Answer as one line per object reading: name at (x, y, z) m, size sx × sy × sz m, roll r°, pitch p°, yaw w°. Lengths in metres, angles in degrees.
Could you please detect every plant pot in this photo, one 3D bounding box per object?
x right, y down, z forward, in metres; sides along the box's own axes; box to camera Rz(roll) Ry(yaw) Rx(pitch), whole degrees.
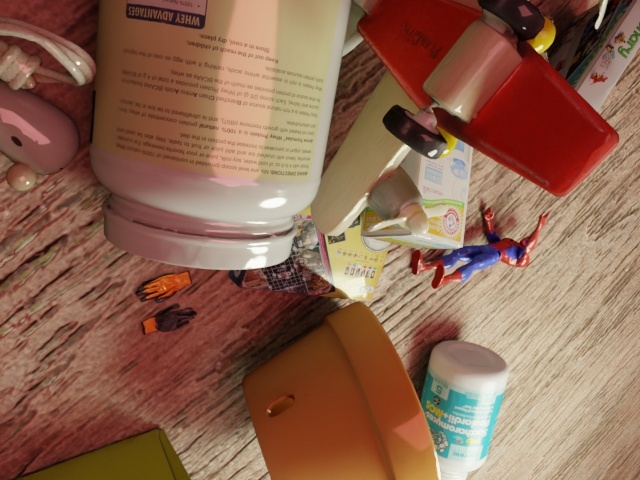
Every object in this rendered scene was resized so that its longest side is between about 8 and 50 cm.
plant pot at (0.015, 0.258, 0.764) m, size 0.204 × 0.291 × 0.290 m, roll -20°, pitch 119°, yaw -10°

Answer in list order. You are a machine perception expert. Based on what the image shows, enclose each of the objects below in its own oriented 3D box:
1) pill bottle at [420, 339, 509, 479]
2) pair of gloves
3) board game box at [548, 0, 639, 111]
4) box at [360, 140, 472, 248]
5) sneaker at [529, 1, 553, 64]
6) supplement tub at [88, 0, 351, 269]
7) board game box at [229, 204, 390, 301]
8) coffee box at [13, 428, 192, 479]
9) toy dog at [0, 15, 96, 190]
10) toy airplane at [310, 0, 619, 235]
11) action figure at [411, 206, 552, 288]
pill bottle at (0.265, 0.340, 1.032) m, size 0.146 × 0.146 × 0.263 m, roll -3°, pitch 108°, yaw -34°
pair of gloves at (-0.202, 0.084, 0.702) m, size 0.074 × 0.010 × 0.083 m, roll -15°, pitch 116°, yaw -30°
board game box at (0.424, -0.277, 0.882) m, size 0.053 × 0.193 × 0.305 m, roll 35°, pitch 86°, yaw -9°
box at (0.143, -0.094, 0.777) m, size 0.114 × 0.103 × 0.202 m, roll 14°, pitch 81°, yaw -37°
sneaker at (0.238, -0.333, 0.736) m, size 0.158 × 0.182 × 0.410 m, roll -52°, pitch 127°, yaw -7°
supplement tub at (-0.102, -0.154, 0.538) m, size 0.236 × 0.235 × 0.324 m, roll 0°, pitch 107°, yaw -35°
board game box at (0.000, 0.000, 0.788) m, size 0.244 × 0.042 × 0.164 m, roll 11°, pitch 101°, yaw -37°
coffee box at (-0.273, 0.490, 0.598) m, size 0.338 × 0.338 × 0.334 m, roll -12°, pitch 114°, yaw -31°
toy dog at (-0.367, -0.110, 0.411) m, size 0.334 × 0.220 × 0.160 m, roll 21°, pitch 73°, yaw -29°
toy airplane at (0.151, -0.194, 0.603) m, size 0.273 × 0.386 × 0.383 m, roll 21°, pitch 71°, yaw -33°
action figure at (0.306, -0.004, 0.963) m, size 0.281 × 0.091 × 0.138 m, roll -7°, pitch 120°, yaw -32°
